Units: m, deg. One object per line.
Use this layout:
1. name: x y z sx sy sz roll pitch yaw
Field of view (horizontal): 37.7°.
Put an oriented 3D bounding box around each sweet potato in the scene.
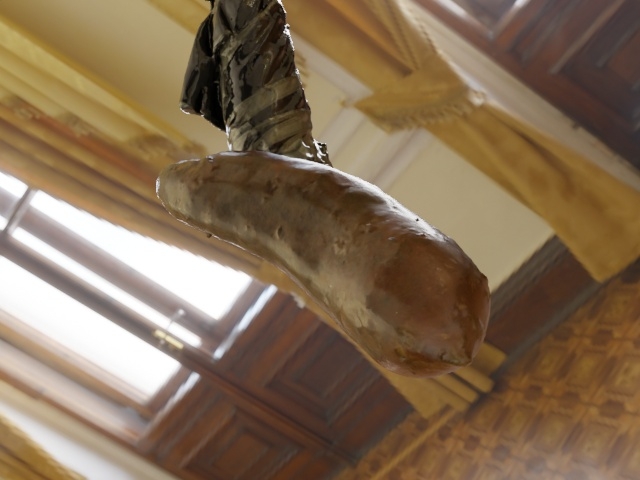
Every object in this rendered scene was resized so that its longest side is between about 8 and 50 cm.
1. sweet potato: 0.000 -0.001 0.627 0.292 0.097 0.097 31 87 36

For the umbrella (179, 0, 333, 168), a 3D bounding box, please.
1. umbrella: -0.073 -0.205 0.859 0.106 0.357 0.113 -15 -9 22
